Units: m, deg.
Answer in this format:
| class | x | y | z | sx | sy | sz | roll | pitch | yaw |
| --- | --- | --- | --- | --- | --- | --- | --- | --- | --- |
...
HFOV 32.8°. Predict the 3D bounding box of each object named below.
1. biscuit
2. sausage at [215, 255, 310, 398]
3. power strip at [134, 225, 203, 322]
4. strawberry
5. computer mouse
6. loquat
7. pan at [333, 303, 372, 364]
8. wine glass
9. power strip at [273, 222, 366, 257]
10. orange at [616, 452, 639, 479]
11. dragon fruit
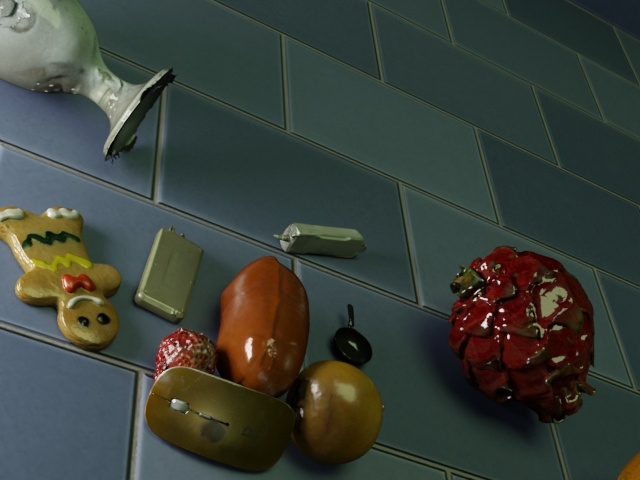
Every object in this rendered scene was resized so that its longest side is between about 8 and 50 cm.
| class | x | y | z | sx | sy | sz | roll | pitch | yaw |
| --- | --- | --- | --- | --- | --- | --- | --- | --- | --- |
| biscuit | -0.340 | 0.043 | 1.454 | 0.158 | 0.035 | 0.240 | -10 | 57 | -45 |
| sausage | -0.077 | 0.119 | 1.516 | 0.133 | 0.133 | 0.258 | 28 | 30 | -16 |
| power strip | -0.216 | 0.046 | 1.568 | 0.076 | 0.028 | 0.169 | 28 | 38 | -14 |
| strawberry | -0.178 | 0.162 | 1.429 | 0.083 | 0.083 | 0.096 | 42 | 58 | 5 |
| computer mouse | -0.126 | 0.229 | 1.393 | 0.199 | 0.102 | 0.045 | 25 | -2 | -21 |
| loquat | 0.019 | 0.231 | 1.476 | 0.141 | 0.141 | 0.141 | 24 | 37 | -20 |
| pan | 0.046 | 0.149 | 1.691 | 0.068 | 0.023 | 0.115 | 21 | 41 | -23 |
| wine glass | -0.404 | -0.288 | 1.642 | 0.357 | 0.190 | 0.190 | 39 | 34 | -6 |
| power strip | 0.000 | 0.000 | 1.800 | 0.191 | 0.047 | 0.030 | 6 | 42 | -39 |
| orange | 0.564 | 0.424 | 1.660 | 0.246 | 0.246 | 0.246 | 24 | 37 | -20 |
| dragon fruit | 0.329 | 0.155 | 1.771 | 0.244 | 0.244 | 0.299 | -17 | 85 | -50 |
